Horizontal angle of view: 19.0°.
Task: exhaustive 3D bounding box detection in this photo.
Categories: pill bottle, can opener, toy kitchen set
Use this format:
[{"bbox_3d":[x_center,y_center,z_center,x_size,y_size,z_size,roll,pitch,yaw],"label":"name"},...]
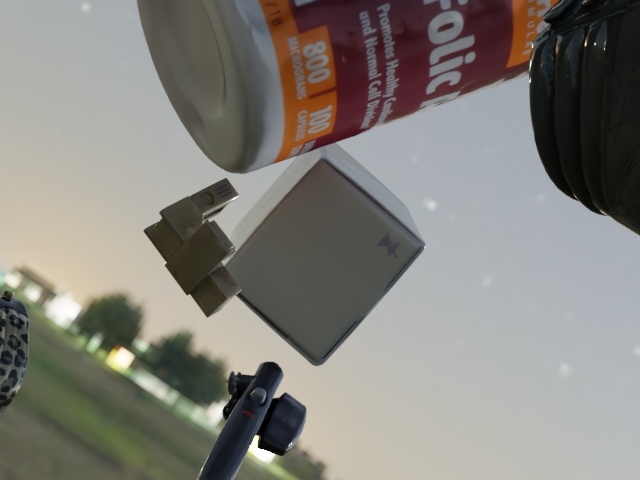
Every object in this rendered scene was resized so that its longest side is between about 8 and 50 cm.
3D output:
[{"bbox_3d":[0.070,-0.214,1.516,0.224,0.392,0.224,53,-25,38],"label":"pill bottle"},{"bbox_3d":[-0.063,0.156,1.542,0.073,0.059,0.186,21,27,10],"label":"can opener"},{"bbox_3d":[-0.072,-0.003,1.444,0.083,0.075,0.068,54,-43,7],"label":"toy kitchen set"}]

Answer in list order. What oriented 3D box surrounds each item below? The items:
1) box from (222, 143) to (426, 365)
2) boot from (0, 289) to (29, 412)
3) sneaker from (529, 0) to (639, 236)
[{"bbox_3d":[0.000,0.000,1.745,0.121,0.148,0.311,42,4,-5],"label":"box"},{"bbox_3d":[-0.313,0.016,1.457,0.178,0.085,0.236,28,39,-39],"label":"boot"},{"bbox_3d":[0.176,-0.134,0.877,0.104,0.296,0.147,8,7,-43],"label":"sneaker"}]
